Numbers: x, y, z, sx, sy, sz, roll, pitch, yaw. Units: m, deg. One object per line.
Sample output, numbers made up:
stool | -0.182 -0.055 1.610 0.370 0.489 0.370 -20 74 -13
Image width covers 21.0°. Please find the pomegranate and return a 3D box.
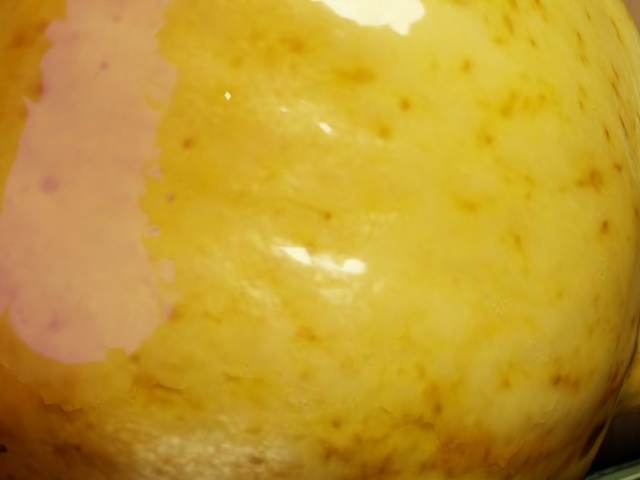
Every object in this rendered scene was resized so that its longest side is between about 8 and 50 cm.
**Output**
pomegranate | 0.000 0.000 0.759 0.410 0.410 0.410 -12 70 34

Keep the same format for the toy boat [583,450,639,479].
toy boat | 0.082 0.165 0.793 0.228 0.046 0.080 -29 65 6
